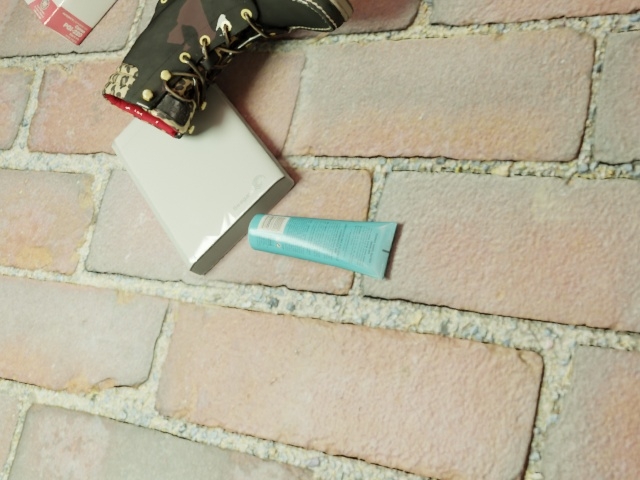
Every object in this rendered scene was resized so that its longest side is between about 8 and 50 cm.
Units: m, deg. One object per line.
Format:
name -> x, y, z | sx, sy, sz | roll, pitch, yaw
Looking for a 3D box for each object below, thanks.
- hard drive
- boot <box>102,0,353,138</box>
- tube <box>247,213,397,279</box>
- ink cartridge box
hard drive -> -0.194, -0.121, 1.309 | 0.203, 0.040, 0.307 | -44, 56, 10
boot -> -0.152, -0.286, 1.242 | 0.378, 0.138, 0.284 | 24, 80, 37
tube -> 0.000, 0.000, 1.148 | 0.207, 0.052, 0.080 | 8, 82, 27
ink cartridge box -> -0.446, -0.501, 1.564 | 0.218, 0.092, 0.158 | -47, 56, 10
